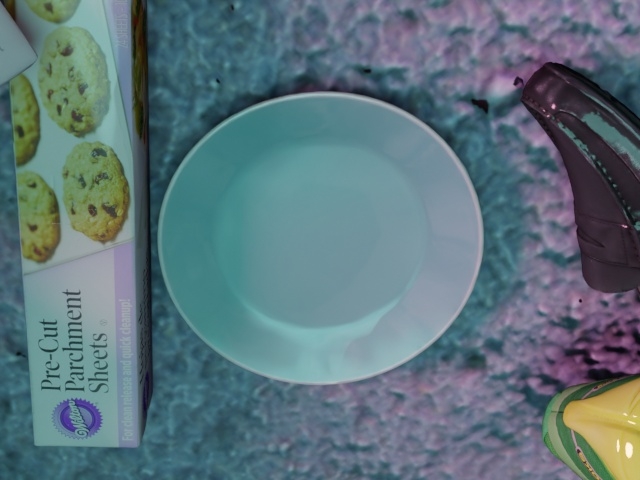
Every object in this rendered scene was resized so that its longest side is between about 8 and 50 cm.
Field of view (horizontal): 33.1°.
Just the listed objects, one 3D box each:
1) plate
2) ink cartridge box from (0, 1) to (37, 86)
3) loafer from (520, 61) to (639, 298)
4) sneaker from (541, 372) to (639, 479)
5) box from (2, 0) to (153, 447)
[{"bbox_3d":[0.000,0.000,0.627,0.188,0.024,0.188,-1,116,-2],"label":"plate"},{"bbox_3d":[-0.289,-0.130,0.438,0.117,0.201,0.278,-11,118,50],"label":"ink cartridge box"},{"bbox_3d":[0.177,-0.004,0.600,0.078,0.076,0.223,-40,114,8],"label":"loafer"},{"bbox_3d":[0.255,0.145,0.669,0.295,0.123,0.109,31,75,-30],"label":"sneaker"},{"bbox_3d":[-0.127,-0.036,0.585,0.067,0.063,0.324,3,116,-3],"label":"box"}]
